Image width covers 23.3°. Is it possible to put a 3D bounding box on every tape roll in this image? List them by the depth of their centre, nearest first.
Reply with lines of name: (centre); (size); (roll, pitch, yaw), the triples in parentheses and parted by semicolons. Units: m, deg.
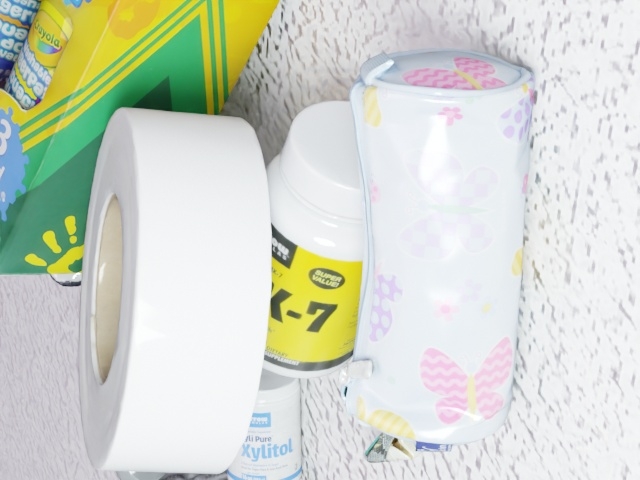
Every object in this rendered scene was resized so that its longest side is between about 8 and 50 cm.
tape roll: (-0.121, 0.039, 1.213); (0.286, 0.100, 0.286); (-177, 90, -74)

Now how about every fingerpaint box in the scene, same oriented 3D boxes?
fingerpaint box: (-0.255, -0.251, 1.403); (0.445, 0.163, 0.371); (56, 129, 32)

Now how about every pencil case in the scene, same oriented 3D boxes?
pencil case: (0.079, 0.004, 1.068); (0.113, 0.124, 0.273); (-71, -16, -67)

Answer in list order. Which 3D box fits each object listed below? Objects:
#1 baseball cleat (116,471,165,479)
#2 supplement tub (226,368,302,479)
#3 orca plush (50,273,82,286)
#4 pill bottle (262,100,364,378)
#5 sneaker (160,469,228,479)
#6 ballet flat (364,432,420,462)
baseball cleat: (-0.130, 0.132, 1.434); (0.109, 0.072, 0.206); (-12, 56, 63)
supplement tub: (-0.052, 0.170, 1.406); (0.071, 0.071, 0.107); (29, 127, 52)
orca plush: (-0.267, -0.095, 1.637); (0.102, 0.151, 0.287); (58, -167, -86)
pill bottle: (0.000, 0.000, 1.201); (0.119, 0.119, 0.208); (55, 144, 32)
sneaker: (-0.071, 0.315, 1.444); (0.321, 0.125, 0.180); (18, 116, 56)
ballet flat: (0.067, 0.153, 1.234); (0.041, 0.041, 0.114); (58, 146, 29)
